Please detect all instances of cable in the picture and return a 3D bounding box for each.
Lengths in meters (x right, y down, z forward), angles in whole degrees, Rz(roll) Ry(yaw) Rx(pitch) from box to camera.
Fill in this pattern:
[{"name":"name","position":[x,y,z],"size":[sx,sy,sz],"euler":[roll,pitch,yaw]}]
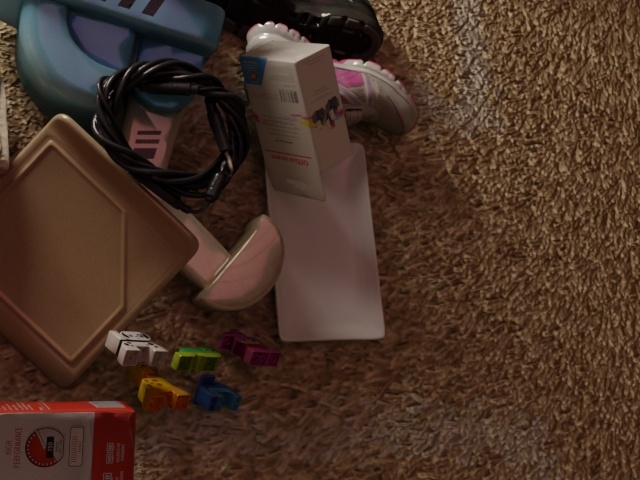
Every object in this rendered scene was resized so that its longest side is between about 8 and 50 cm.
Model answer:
[{"name":"cable","position":[-0.165,-0.129,1.222],"size":[0.184,0.047,0.151],"euler":[38,78,-15]}]

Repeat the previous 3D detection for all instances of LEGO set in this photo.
[{"name":"LEGO set","position":[-0.168,0.147,1.278],"size":[0.227,0.093,0.087],"euler":[8,105,-46]}]

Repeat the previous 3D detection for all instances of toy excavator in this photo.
[{"name":"toy excavator","position":[-0.224,-0.170,1.322],"size":[0.432,0.222,0.446],"euler":[16,81,-17]}]

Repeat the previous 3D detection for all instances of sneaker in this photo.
[{"name":"sneaker","position":[-0.044,-0.321,1.494],"size":[0.267,0.101,0.106],"euler":[19,45,-14]},{"name":"sneaker","position":[0.005,-0.185,1.456],"size":[0.252,0.103,0.111],"euler":[21,70,-7]}]

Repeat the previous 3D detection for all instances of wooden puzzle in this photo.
[{"name":"wooden puzzle","position":[-0.291,0.013,1.250],"size":[0.221,0.044,0.239],"euler":[44,95,-3]}]

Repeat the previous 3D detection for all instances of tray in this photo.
[{"name":"tray","position":[0.000,0.000,1.424],"size":[0.145,0.030,0.271],"euler":[1,73,-20]}]

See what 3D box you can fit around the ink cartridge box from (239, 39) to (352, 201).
[{"name":"ink cartridge box","position":[-0.026,-0.147,1.349],"size":[0.061,0.104,0.181],"euler":[-32,122,-35]}]

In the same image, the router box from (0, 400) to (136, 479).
[{"name":"router box","position":[-0.345,0.332,1.096],"size":[0.301,0.082,0.336],"euler":[2,89,-22]}]

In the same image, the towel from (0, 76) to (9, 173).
[{"name":"towel","position":[-0.474,-0.161,1.186],"size":[0.282,0.049,0.187],"euler":[15,42,-32]}]
